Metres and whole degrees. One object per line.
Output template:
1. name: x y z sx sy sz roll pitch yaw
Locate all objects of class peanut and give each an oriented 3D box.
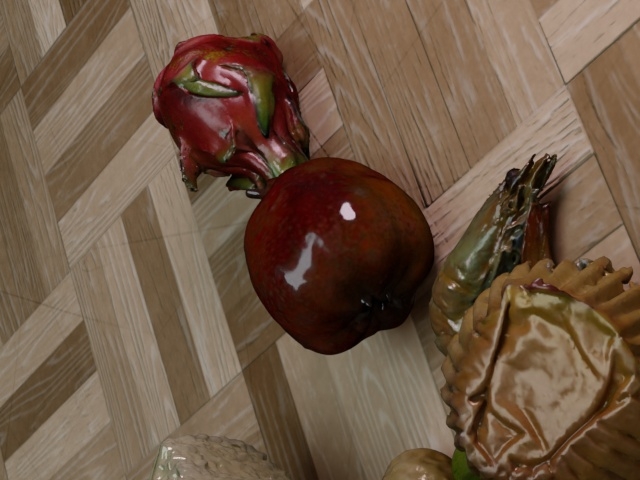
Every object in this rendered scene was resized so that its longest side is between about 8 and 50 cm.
1. peanut: 0.129 0.330 1.855 0.110 0.120 0.236 -28 55 9

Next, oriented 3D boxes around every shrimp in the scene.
1. shrimp: 0.196 0.027 1.826 0.145 0.061 0.267 38 116 36

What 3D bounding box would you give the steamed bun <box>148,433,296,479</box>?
1. steamed bun: -0.075 0.352 1.997 0.273 0.290 0.272 -63 22 13

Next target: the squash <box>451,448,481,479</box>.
1. squash: 0.206 0.191 1.805 0.201 0.066 0.066 -52 50 30

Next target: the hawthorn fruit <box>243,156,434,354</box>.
1. hawthorn fruit: 0.000 0.000 1.958 0.248 0.208 0.208 45 124 31

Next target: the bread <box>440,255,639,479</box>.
1. bread: 0.228 0.149 1.663 0.274 0.149 0.274 4 99 31

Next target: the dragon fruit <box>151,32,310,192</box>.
1. dragon fruit: -0.097 -0.136 2.140 0.269 0.198 0.200 55 173 3
